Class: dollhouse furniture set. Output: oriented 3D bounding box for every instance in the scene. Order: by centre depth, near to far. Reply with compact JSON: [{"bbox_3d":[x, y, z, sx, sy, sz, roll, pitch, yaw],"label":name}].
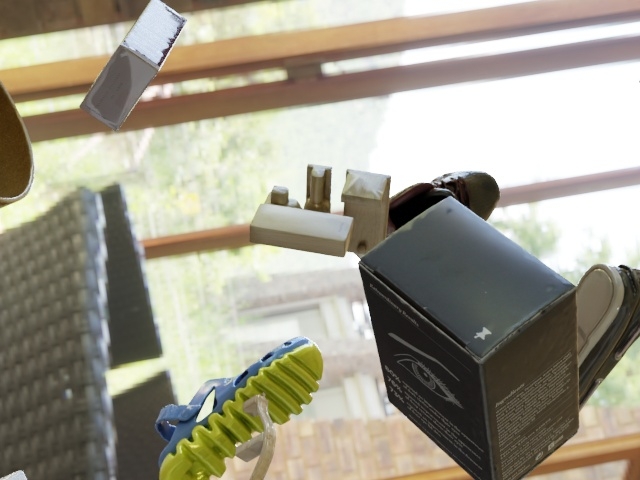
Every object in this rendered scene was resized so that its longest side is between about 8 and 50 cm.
[{"bbox_3d":[0.000,0.000,1.457,0.151,0.144,0.123,-70,166,-52],"label":"dollhouse furniture set"}]

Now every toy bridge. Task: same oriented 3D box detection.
[{"bbox_3d":[-0.091,0.291,1.672,0.026,0.063,0.188,36,38,-27],"label":"toy bridge"}]

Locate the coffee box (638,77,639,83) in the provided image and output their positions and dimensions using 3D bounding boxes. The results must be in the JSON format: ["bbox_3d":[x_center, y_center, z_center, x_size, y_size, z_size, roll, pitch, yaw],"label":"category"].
[{"bbox_3d":[0.602,-0.261,1.695,0.098,0.247,0.141,-116,-152,-43],"label":"coffee box"}]

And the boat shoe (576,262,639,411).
[{"bbox_3d":[0.335,0.169,1.554,0.112,0.096,0.335,-106,-145,-47],"label":"boat shoe"}]

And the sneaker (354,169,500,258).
[{"bbox_3d":[0.186,-0.050,1.761,0.106,0.281,0.162,64,-28,4],"label":"sneaker"}]

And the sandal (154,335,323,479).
[{"bbox_3d":[-0.138,0.249,1.827,0.138,0.317,0.126,41,-17,48],"label":"sandal"}]

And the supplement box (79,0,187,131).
[{"bbox_3d":[-0.292,-0.282,1.873,0.130,0.073,0.239,-50,-165,26],"label":"supplement box"}]

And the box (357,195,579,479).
[{"bbox_3d":[0.131,0.093,1.016,0.153,0.108,0.207,41,-24,37],"label":"box"}]

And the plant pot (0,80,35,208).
[{"bbox_3d":[-0.486,-0.088,1.284,0.237,0.254,0.237,57,14,-22],"label":"plant pot"}]

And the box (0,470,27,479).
[{"bbox_3d":[-0.415,0.365,1.523,0.102,0.087,0.101,64,5,0],"label":"box"}]
